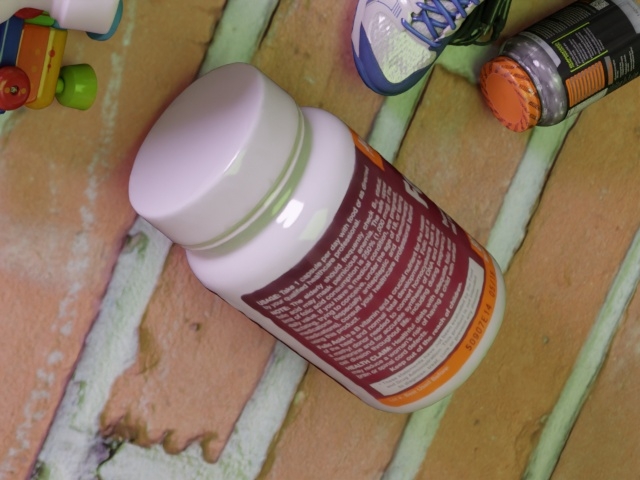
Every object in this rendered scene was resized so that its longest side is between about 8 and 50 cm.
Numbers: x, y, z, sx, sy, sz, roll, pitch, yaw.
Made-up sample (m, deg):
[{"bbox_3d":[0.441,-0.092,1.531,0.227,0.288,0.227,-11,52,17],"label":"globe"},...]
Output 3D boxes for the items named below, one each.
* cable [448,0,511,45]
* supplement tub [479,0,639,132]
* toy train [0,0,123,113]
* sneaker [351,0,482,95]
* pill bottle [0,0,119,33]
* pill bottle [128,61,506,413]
[{"bbox_3d":[0.158,-0.313,1.634,0.150,0.047,0.185,7,105,-27],"label":"cable"},{"bbox_3d":[0.288,-0.209,1.695,0.190,0.117,0.117,-29,119,-19],"label":"supplement tub"},{"bbox_3d":[-0.281,-0.148,1.404,0.143,0.105,0.248,3,105,-45],"label":"toy train"},{"bbox_3d":[0.134,-0.284,1.534,0.111,0.131,0.296,25,99,-23],"label":"sneaker"},{"bbox_3d":[-0.339,-0.294,1.194,0.362,0.210,0.210,10,101,-14],"label":"pill bottle"},{"bbox_3d":[0.000,0.000,1.535,0.392,0.224,0.224,39,85,-34],"label":"pill bottle"}]
